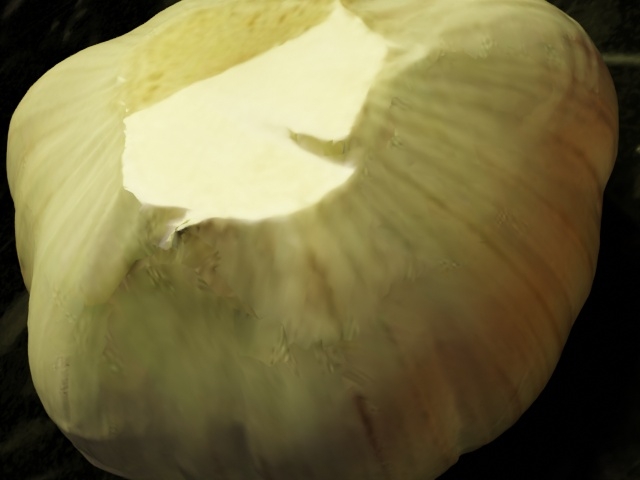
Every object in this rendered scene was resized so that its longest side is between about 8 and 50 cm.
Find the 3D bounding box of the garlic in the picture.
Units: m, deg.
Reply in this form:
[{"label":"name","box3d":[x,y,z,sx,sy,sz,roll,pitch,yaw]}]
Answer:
[{"label":"garlic","box3d":[0.000,0.000,0.627,0.317,0.259,0.317,-3,61,6]}]
